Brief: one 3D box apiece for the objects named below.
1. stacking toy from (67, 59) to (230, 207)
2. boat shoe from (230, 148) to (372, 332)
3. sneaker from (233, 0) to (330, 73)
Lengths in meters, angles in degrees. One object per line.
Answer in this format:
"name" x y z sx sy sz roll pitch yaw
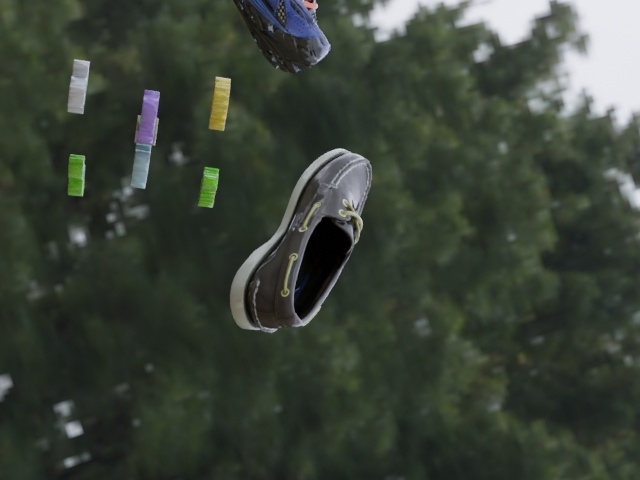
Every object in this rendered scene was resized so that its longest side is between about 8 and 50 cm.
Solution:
"stacking toy" -0.189 -0.104 2.007 0.221 0.167 0.052 104 -8 -54
"boat shoe" 0.000 0.000 1.729 0.068 0.228 0.081 5 -45 33
"sneaker" -0.028 -0.203 1.264 0.083 0.087 0.221 57 11 -50
